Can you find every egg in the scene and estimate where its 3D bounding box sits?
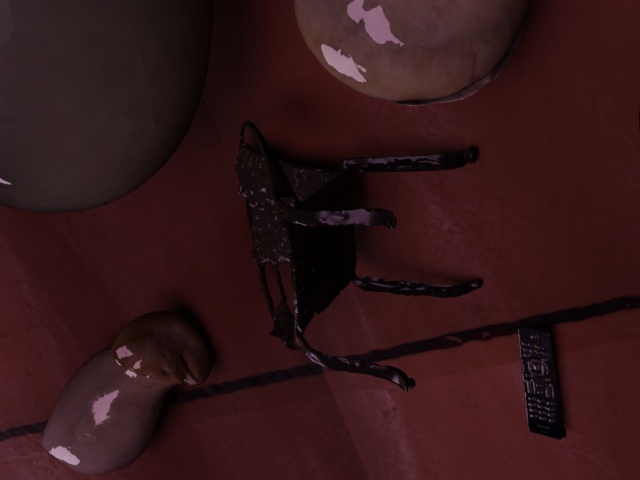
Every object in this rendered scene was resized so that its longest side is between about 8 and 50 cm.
[{"bbox_3d":[-0.207,-0.188,0.790,0.258,0.258,0.352,-3,117,31],"label":"egg"}]

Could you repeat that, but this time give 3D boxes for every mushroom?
[{"bbox_3d":[0.057,-0.158,0.739,0.154,0.122,0.154,0,78,1],"label":"mushroom"},{"bbox_3d":[-0.180,0.145,1.041,0.097,0.088,0.212,41,121,-5],"label":"mushroom"}]

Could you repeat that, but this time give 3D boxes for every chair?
[{"bbox_3d":[0.000,0.000,0.837,0.213,0.149,0.174,8,118,31],"label":"chair"}]

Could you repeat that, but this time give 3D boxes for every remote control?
[{"bbox_3d":[0.167,0.105,0.865,0.034,0.016,0.091,11,119,44],"label":"remote control"}]

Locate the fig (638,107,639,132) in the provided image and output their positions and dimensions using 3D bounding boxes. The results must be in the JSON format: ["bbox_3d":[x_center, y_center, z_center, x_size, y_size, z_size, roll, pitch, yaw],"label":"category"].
[{"bbox_3d":[0.291,-0.051,0.631,0.233,0.167,0.167,41,127,15],"label":"fig"}]
